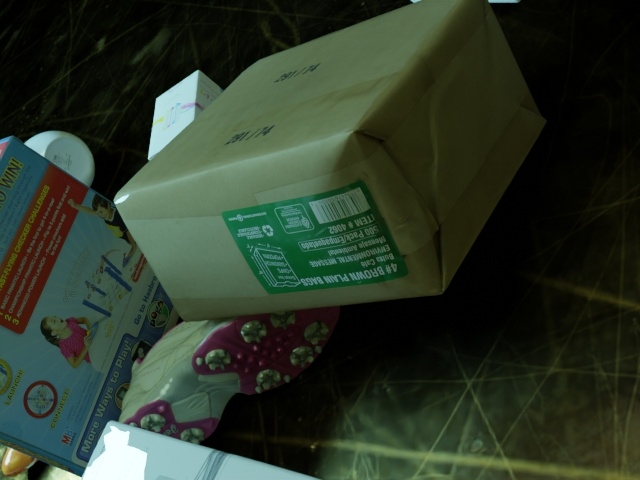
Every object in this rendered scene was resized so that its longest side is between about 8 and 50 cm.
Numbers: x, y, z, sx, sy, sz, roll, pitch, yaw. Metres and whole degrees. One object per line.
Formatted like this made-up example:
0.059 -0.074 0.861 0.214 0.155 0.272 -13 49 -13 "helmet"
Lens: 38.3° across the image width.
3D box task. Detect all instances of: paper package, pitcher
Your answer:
0.010 -0.080 0.908 0.325 0.168 0.309 -10 31 40 "paper package"
-0.464 -0.086 1.552 0.207 0.126 0.177 -15 70 52 "pitcher"

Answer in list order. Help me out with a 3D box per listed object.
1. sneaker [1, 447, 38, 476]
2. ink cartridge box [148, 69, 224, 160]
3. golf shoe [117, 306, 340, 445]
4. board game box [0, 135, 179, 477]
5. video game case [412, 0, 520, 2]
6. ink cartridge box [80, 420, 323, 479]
-0.381 0.232 1.233 0.064 0.067 0.175 20 78 50 "sneaker"
-0.176 -0.147 1.303 0.090 0.092 0.143 -28 45 28 "ink cartridge box"
-0.112 0.115 1.009 0.306 0.115 0.140 -36 36 19 "golf shoe"
-0.324 0.089 1.092 0.086 0.302 0.308 -7 55 44 "board game box"
0.217 -0.377 1.130 0.183 0.023 0.201 19 76 52 "video game case"
-0.043 0.250 0.742 0.283 0.207 0.117 1 63 46 "ink cartridge box"
